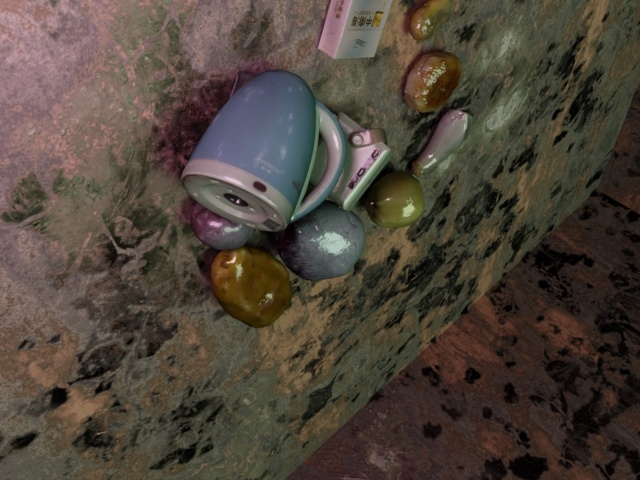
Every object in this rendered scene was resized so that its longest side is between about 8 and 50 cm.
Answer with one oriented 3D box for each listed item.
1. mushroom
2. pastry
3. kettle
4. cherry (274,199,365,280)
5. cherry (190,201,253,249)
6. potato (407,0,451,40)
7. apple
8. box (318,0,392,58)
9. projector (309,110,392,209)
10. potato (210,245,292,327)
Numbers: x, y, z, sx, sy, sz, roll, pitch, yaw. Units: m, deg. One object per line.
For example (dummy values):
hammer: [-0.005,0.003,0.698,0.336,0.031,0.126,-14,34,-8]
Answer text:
mushroom: [0.415,-0.327,2.152,0.118,0.103,0.270,2,127,-54]
pastry: [0.339,-0.473,1.887,0.192,0.093,0.182,-23,143,-40]
kettle: [-0.095,-0.206,1.411,0.319,0.247,0.342,31,69,-23]
cherry: [0.000,0.000,1.825,0.255,0.218,0.296,-20,148,20]
cherry: [-0.229,-0.057,1.546,0.176,0.140,0.176,-39,159,-19]
potato: [0.293,-0.601,1.704,0.138,0.070,0.091,-45,148,-12]
apple: [0.248,-0.129,2.066,0.200,0.200,0.200,-34,146,-26]
box: [0.096,-0.557,1.490,0.155,0.067,0.243,-18,137,-41]
projector: [0.074,-0.220,1.705,0.242,0.177,0.163,-52,175,7]
potato: [-0.193,0.129,1.792,0.195,0.176,0.369,-18,148,12]
